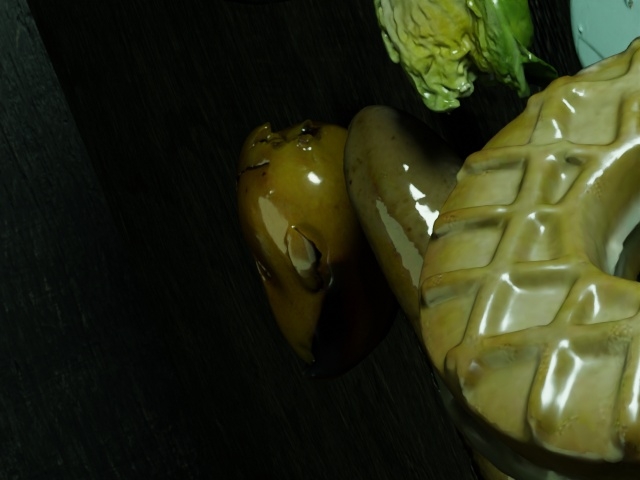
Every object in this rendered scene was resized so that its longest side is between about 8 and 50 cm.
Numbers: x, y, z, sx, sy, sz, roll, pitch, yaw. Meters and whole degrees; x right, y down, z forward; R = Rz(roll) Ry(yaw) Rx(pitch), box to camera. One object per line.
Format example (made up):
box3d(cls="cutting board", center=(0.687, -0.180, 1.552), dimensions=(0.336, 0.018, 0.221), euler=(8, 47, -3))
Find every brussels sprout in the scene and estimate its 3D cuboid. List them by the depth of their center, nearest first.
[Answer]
box3d(cls="brussels sprout", center=(0.108, -0.183, 1.412), dimensions=(0.181, 0.100, 0.139), euler=(64, 153, 11))

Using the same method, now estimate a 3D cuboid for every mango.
box3d(cls="mango", center=(0.000, 0.000, 1.887), dimensions=(0.201, 0.153, 0.287), euler=(39, 150, 46))

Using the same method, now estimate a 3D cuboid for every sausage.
box3d(cls="sausage", center=(0.158, 0.100, 1.592), dimensions=(0.500, 0.123, 0.136), euler=(64, 152, 2))

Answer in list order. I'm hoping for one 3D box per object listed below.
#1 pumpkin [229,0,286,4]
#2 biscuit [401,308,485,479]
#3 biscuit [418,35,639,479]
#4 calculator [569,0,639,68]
box3d(cls="pumpkin", center=(-0.077, -0.342, 1.510), dimensions=(0.315, 0.238, 0.315), euler=(52, 162, 25))
box3d(cls="biscuit", center=(0.132, 0.111, 1.728), dimensions=(0.254, 0.029, 0.172), euler=(66, -165, 2))
box3d(cls="biscuit", center=(0.204, 0.007, 0.973), dimensions=(0.332, 0.332, 0.103), euler=(44, 169, 51))
box3d(cls="calculator", center=(0.224, -0.147, 1.188), dimensions=(0.184, 0.042, 0.295), euler=(51, 157, 40))
